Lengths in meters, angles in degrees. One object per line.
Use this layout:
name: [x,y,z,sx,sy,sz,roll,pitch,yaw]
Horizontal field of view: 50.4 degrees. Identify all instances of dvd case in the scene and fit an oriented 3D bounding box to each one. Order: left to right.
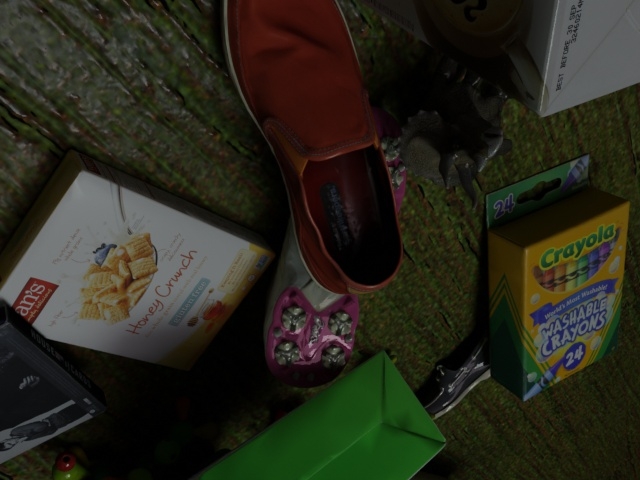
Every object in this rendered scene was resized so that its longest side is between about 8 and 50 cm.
dvd case: [-0.350,0.168,0.634,0.239,0.029,0.179,-26,140,-4]

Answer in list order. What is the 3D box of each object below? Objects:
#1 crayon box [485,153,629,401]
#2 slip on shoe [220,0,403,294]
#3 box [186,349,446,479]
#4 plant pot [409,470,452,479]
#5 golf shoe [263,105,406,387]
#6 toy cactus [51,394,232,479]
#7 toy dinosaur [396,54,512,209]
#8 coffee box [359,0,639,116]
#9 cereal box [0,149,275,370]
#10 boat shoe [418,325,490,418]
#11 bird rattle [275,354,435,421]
crayon box: [0.351,0.058,1.011,0.203,0.083,0.323,-21,120,-22]
slip on shoe: [0.003,-0.101,0.603,0.123,0.101,0.331,-21,106,-18]
box: [-0.039,0.261,0.713,0.262,0.126,0.231,-25,167,-41]
plant pot: [0.182,0.522,1.210,0.256,0.256,0.274,-45,121,2]
golf shoe: [0.000,0.000,0.748,0.115,0.140,0.306,20,89,-17]
toy cactus: [-0.219,0.276,0.819,0.219,0.112,0.180,-2,143,-38]
toy dinosaur: [0.150,-0.121,0.746,0.160,0.121,0.313,-61,169,3]
coffee box: [0.115,-0.239,0.493,0.119,0.297,0.168,-21,134,-18]
cereal box: [-0.182,0.033,0.671,0.240,0.047,0.173,25,107,-45]
boat shoe: [0.219,0.222,1.124,0.206,0.075,0.065,-39,94,4]
bird rattle: [0.042,0.297,0.996,0.253,0.143,0.207,-28,151,-12]
